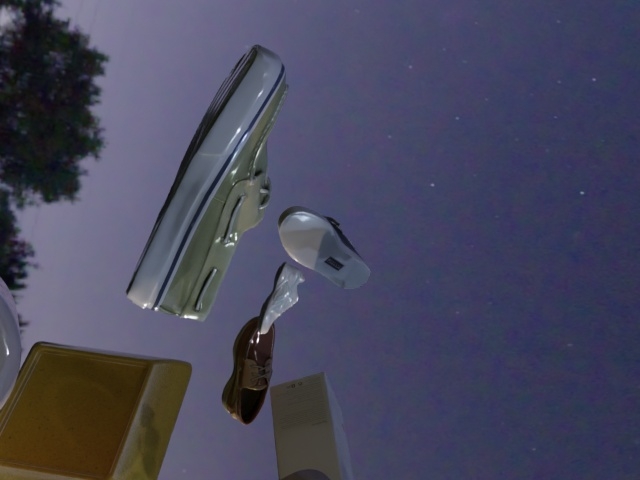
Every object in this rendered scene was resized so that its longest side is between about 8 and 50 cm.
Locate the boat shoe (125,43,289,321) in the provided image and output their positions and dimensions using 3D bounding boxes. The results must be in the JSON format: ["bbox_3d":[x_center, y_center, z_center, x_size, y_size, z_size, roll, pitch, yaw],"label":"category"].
[{"bbox_3d":[-0.100,-0.049,0.701,0.302,0.094,0.109,-59,-161,23],"label":"boat shoe"}]

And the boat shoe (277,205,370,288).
[{"bbox_3d":[0.004,-0.002,1.517,0.113,0.306,0.105,-41,-134,16],"label":"boat shoe"}]

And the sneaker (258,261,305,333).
[{"bbox_3d":[-0.078,0.122,1.390,0.152,0.061,0.054,-65,-165,-4],"label":"sneaker"}]

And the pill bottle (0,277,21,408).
[{"bbox_3d":[-0.532,0.127,0.936,0.408,0.229,0.229,-176,-89,-66],"label":"pill bottle"}]

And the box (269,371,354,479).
[{"bbox_3d":[-0.018,0.577,1.897,0.345,0.168,0.215,-102,174,-48],"label":"box"}]

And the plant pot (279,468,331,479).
[{"bbox_3d":[0.022,0.614,1.298,0.274,0.256,0.256,20,-78,46],"label":"plant pot"}]

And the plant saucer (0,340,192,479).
[{"bbox_3d":[-0.435,0.319,1.232,0.081,0.333,0.332,89,10,-49],"label":"plant saucer"}]

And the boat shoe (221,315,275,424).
[{"bbox_3d":[-0.178,0.361,1.898,0.116,0.123,0.324,41,-56,50],"label":"boat shoe"}]
